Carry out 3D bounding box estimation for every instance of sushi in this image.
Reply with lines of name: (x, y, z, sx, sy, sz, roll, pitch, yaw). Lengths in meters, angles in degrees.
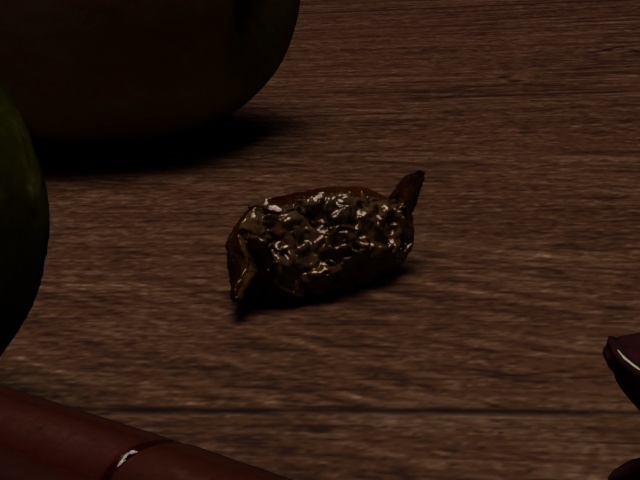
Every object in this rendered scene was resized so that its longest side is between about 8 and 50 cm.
sushi: (0.000, 0.000, 0.933, 0.120, 0.052, 0.055, -11, 1, -29)

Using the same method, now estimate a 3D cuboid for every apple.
apple: (-0.139, -0.187, 1.284, 0.234, 0.257, 0.257, 6, 18, 27)

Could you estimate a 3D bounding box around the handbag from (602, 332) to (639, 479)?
handbag: (0.220, 0.057, 0.604, 0.203, 0.074, 0.216, -16, 19, -33)

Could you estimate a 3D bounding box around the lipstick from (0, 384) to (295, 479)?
lipstick: (-0.019, 0.097, 0.569, 0.057, 0.057, 0.356, -18, 20, -40)

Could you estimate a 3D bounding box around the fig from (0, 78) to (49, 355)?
fig: (-0.230, -0.003, 0.777, 0.195, 0.195, 0.245, -20, 1, -44)
